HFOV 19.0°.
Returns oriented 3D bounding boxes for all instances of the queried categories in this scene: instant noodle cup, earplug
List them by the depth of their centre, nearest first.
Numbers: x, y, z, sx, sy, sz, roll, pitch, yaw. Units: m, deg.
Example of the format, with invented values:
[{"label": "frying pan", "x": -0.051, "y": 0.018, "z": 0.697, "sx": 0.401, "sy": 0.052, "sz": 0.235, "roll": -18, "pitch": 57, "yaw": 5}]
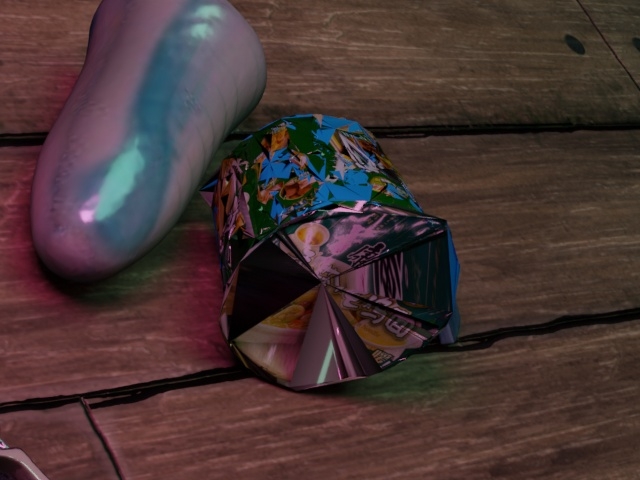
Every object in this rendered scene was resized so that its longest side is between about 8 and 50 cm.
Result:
[{"label": "earplug", "x": -0.184, "y": -0.083, "z": 1.786, "sx": 0.185, "sy": 0.185, "sz": 0.324, "roll": 35, "pitch": 43, "yaw": -11}, {"label": "instant noodle cup", "x": 0.000, "y": 0.000, "z": 1.827, "sx": 0.240, "sy": 0.240, "sz": 0.178, "roll": 20, "pitch": 32, "yaw": -30}]

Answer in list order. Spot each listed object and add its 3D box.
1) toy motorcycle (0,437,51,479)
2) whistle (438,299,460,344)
[{"label": "toy motorcycle", "x": -0.238, "y": 0.230, "z": 1.452, "sx": 0.263, "sy": 0.091, "sz": 0.157, "roll": 47, "pitch": 39, "yaw": 2}, {"label": "whistle", "x": 0.089, "y": 0.036, "z": 2.005, "sx": 0.090, "sy": 0.090, "sz": 0.158, "roll": -60, "pitch": 141, "yaw": -55}]
